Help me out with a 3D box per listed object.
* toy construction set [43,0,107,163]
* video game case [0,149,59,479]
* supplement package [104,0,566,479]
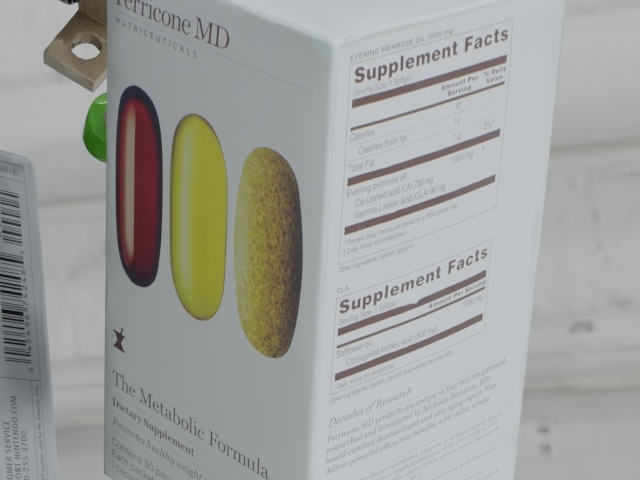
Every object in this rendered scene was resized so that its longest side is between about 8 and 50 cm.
[{"bbox_3d":[-0.073,-0.122,1.136,0.237,0.257,0.309,122,-24,-59],"label":"toy construction set"},{"bbox_3d":[-0.228,0.095,0.927,0.300,0.036,0.329,16,66,-62],"label":"video game case"},{"bbox_3d":[0.000,0.000,0.792,0.134,0.139,0.244,-20,123,-40],"label":"supplement package"}]
